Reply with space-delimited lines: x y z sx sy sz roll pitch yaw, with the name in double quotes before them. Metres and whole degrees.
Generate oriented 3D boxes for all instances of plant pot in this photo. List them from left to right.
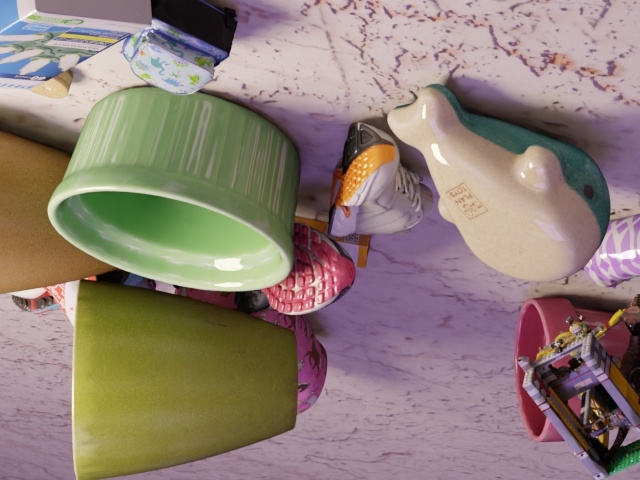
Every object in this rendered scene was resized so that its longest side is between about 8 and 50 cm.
"plant pot" -0.378 -0.034 1.973 0.254 0.237 0.237 4 163 -23
"plant pot" -0.181 0.189 2.040 0.293 0.275 0.275 1 159 -5
"plant pot" 0.382 0.177 2.105 0.180 0.201 0.201 -2 159 -7

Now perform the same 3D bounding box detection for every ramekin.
"ramekin" -0.168 -0.063 1.840 0.303 0.148 0.303 11 159 4

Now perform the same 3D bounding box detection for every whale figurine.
"whale figurine" 0.205 -0.080 1.666 0.272 0.141 0.216 43 151 -8

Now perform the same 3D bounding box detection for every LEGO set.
"LEGO set" 0.391 0.123 1.838 0.331 0.255 0.192 -28 108 34

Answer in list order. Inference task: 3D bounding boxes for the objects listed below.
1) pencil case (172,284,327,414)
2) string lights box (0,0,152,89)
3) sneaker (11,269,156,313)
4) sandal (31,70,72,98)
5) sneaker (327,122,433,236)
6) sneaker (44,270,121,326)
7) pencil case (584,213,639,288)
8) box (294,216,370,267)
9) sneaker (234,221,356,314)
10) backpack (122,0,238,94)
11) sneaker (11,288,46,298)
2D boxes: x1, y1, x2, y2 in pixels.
"pencil case" -0.105 0.157 2.335 0.167 0.160 0.386 4 158 19
"string lights box" -0.300 -0.228 1.554 0.133 0.077 0.259 1 169 -38
"sneaker" -0.373 0.081 2.368 0.262 0.104 0.125 -3 156 34
"sandal" -0.406 -0.199 1.727 0.240 0.079 0.088 22 156 -22
"sneaker" 0.082 -0.069 1.789 0.121 0.099 0.262 6 166 -5
"sneaker" -0.381 0.047 2.206 0.145 0.090 0.270 8 128 18
"pencil case" 0.406 0.009 1.786 0.206 0.086 0.088 -13 113 50
"box" 0.000 0.000 2.070 0.136 0.028 0.081 13 158 4
"sneaker" -0.020 0.040 1.999 0.112 0.121 0.299 4 176 -21
"backpack" -0.155 -0.204 1.573 0.105 0.084 0.114 23 159 -19
"sneaker" -0.505 0.022 2.306 0.256 0.094 0.151 -12 145 44
